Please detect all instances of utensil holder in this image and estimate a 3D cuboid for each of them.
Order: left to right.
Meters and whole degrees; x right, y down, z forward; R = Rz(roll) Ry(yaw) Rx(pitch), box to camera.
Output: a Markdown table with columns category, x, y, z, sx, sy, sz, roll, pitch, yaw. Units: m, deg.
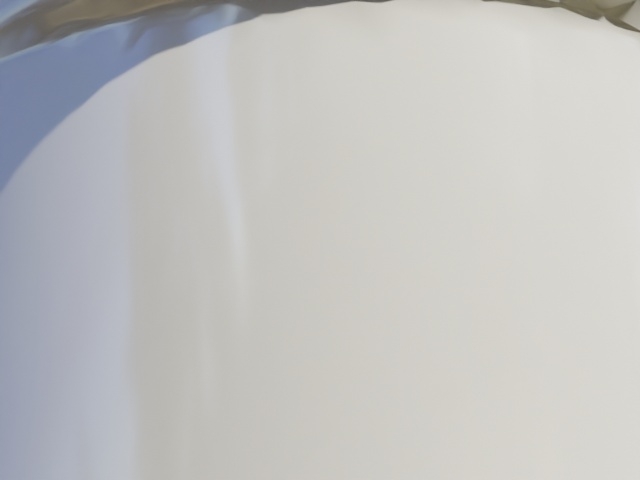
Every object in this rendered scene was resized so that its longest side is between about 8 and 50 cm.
| category | x | y | z | sx | sy | sz | roll | pitch | yaw |
| --- | --- | --- | --- | --- | --- | --- | --- | --- | --- |
| utensil holder | 0.010 | 0.158 | 0.427 | 0.328 | 0.385 | 0.327 | -2 | -38 | -1 |
